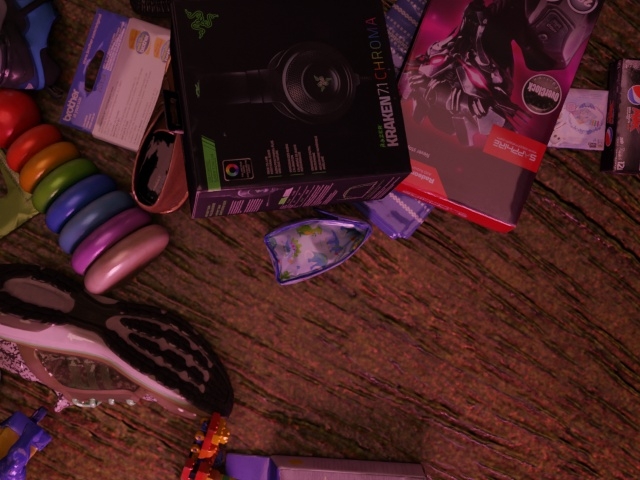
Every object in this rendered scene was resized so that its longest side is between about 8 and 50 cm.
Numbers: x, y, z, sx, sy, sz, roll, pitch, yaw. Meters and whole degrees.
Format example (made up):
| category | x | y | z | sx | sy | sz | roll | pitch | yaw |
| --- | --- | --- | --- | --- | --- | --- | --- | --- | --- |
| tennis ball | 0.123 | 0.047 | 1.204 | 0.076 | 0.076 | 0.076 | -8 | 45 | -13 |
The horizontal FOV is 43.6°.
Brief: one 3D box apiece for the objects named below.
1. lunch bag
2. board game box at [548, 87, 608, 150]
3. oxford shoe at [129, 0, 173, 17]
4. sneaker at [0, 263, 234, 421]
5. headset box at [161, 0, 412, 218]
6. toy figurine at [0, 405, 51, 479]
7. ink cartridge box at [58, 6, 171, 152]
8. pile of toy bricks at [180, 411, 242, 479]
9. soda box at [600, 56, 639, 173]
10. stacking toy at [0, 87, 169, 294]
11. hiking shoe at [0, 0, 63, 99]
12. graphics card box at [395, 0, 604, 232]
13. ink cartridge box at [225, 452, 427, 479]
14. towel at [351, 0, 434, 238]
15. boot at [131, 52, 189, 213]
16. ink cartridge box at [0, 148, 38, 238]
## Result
| category | x | y | z | sx | sy | sz | roll | pitch | yaw |
| --- | --- | --- | --- | --- | --- | --- | --- | --- | --- |
| lunch bag | 0.000 | 0.000 | 1.160 | 0.151 | 0.129 | 0.096 | -16 | 94 | 1 |
| board game box | 0.384 | -0.183 | 1.210 | 0.090 | 0.020 | 0.090 | 4 | 94 | -1 |
| oxford shoe | -0.169 | -0.363 | 1.162 | 0.227 | 0.096 | 0.082 | -5 | 89 | 19 |
| sneaker | -0.326 | 0.184 | 1.182 | 0.410 | 0.158 | 0.182 | 25 | 119 | -3 |
| headset box | -0.055 | -0.170 | 1.010 | 0.283 | 0.131 | 0.246 | -6 | 79 | -13 |
| toy figurine | -0.448 | 0.349 | 1.157 | 0.191 | 0.362 | 0.217 | 35 | 52 | -16 |
| ink cartridge box | -0.203 | -0.203 | 1.178 | 0.311 | 0.065 | 0.185 | 19 | 94 | -5 |
| pile of toy bricks | -0.148 | 0.351 | 1.142 | 0.105 | 0.118 | 0.212 | 18 | 129 | -3 |
| soda box | 0.458 | -0.183 | 1.191 | 0.053 | 0.060 | 0.168 | 4 | 94 | 0 |
| stacking toy | -0.369 | -0.087 | 1.154 | 0.141 | 0.141 | 0.330 | -39 | 88 | 1 |
| hiking shoe | -0.446 | -0.352 | 1.157 | 0.132 | 0.113 | 0.304 | 6 | 76 | -44 |
| graphics card box | 0.228 | -0.223 | 1.138 | 0.233 | 0.094 | 0.370 | 22 | 89 | 0 |
| ink cartridge box | -0.002 | 0.486 | 1.215 | 0.307 | 0.072 | 0.303 | 3 | 93 | -1 |
| towel | 0.136 | -0.197 | 1.203 | 0.243 | 0.040 | 0.336 | 40 | 90 | -1 |
| boot | -0.182 | -0.180 | 1.096 | 0.112 | 0.115 | 0.305 | 19 | 92 | 0 |
| ink cartridge box | -0.572 | -0.049 | 1.159 | 0.255 | 0.097 | 0.188 | -35 | 89 | -1 |
